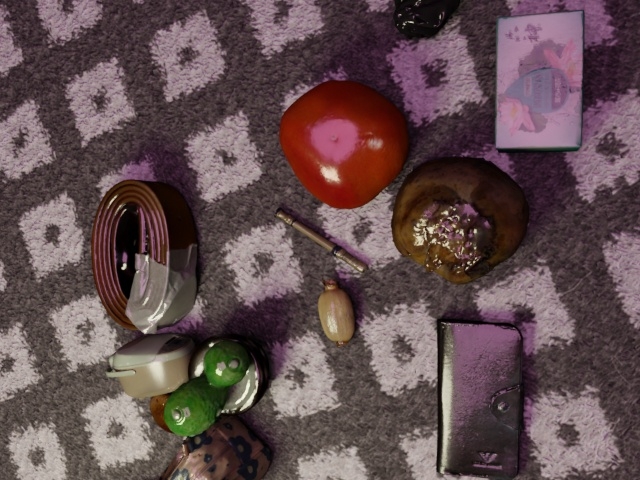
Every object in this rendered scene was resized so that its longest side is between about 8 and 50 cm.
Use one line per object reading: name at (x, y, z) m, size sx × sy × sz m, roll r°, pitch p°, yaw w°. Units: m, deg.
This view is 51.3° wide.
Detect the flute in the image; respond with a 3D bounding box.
flute at (0.000, 0.000, 1.404) m, size 0.233 × 0.027 × 0.027 m, roll 33°, pitch 103°, yaw 14°

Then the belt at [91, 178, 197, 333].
belt at (-0.387, 0.035, 1.488) m, size 0.217 × 0.122 × 0.338 m, roll -2°, pitch 91°, yaw 20°

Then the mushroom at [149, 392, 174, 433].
mushroom at (-0.335, 0.392, 1.505) m, size 0.123 × 0.052 × 0.123 m, roll 12°, pitch 128°, yaw 16°

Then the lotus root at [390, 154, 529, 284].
lotus root at (0.249, -0.036, 1.249) m, size 0.272 × 0.192 × 0.272 m, roll 3°, pitch 101°, yaw 15°

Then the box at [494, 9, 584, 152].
box at (0.400, -0.285, 1.222) m, size 0.153 × 0.092 × 0.244 m, roll 0°, pitch 94°, yaw 18°

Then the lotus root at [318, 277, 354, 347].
lotus root at (0.033, 0.149, 1.383) m, size 0.073 × 0.062 × 0.150 m, roll -12°, pitch 91°, yaw 18°

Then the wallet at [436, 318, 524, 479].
wallet at (0.311, 0.316, 1.312) m, size 0.172 × 0.045 × 0.318 m, roll 2°, pitch 95°, yaw 20°

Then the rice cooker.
rice cooker at (-0.369, 0.277, 1.482) m, size 0.206 × 0.145 × 0.127 m, roll -17°, pitch 97°, yaw 23°

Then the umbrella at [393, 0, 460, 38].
umbrella at (0.280, -0.510, 1.249) m, size 0.340 × 0.118 × 0.118 m, roll -38°, pitch 81°, yaw 12°

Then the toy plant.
toy plant at (-0.209, 0.290, 1.380) m, size 0.175 × 0.235 × 0.218 m, roll 38°, pitch 104°, yaw 14°

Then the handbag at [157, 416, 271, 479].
handbag at (-0.253, 0.519, 1.430) m, size 0.190 × 0.193 × 0.251 m, roll 40°, pitch 104°, yaw 16°

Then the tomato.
tomato at (0.044, -0.194, 1.300) m, size 0.260 × 0.180 × 0.259 m, roll 1°, pitch 97°, yaw 11°
